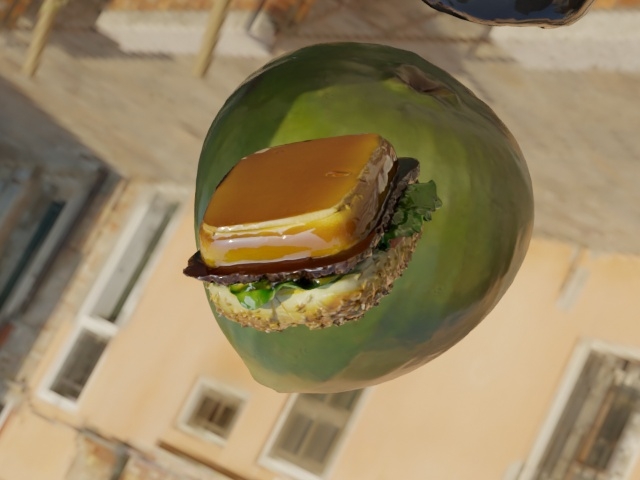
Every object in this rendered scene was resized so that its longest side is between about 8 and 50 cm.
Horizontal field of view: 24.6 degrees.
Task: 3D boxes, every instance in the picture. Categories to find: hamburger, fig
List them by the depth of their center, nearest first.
[{"bbox_3d":[0.000,0.000,0.873,0.137,0.166,0.087,-5,113,21],"label":"hamburger"},{"bbox_3d":[0.022,-0.007,1.277,0.316,0.316,0.316,26,168,6],"label":"fig"}]

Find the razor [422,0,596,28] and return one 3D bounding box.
[{"bbox_3d":[0.113,-0.256,0.577,0.114,0.349,0.204,10,-152,-18],"label":"razor"}]
